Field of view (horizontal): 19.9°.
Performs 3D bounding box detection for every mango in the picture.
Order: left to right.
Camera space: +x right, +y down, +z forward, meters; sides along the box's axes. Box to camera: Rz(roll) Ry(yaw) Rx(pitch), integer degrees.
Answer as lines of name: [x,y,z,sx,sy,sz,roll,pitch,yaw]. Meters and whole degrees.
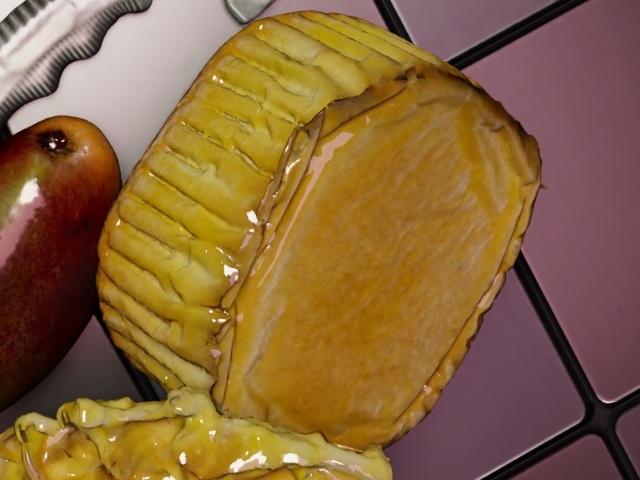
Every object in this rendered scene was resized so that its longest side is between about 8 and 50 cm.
mango: [-0.204,0.042,1.077,0.111,0.133,0.267,45,101,13]

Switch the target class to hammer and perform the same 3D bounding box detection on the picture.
hammer: [-0.151,-0.133,1.111,0.159,0.041,0.226,45,88,-9]

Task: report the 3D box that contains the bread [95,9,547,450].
bread: [0.000,0.000,1.067,0.227,0.142,0.253,25,100,-48]

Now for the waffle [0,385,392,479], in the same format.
waffle: [-0.056,0.204,1.059,0.324,0.068,0.302,23,134,1]
